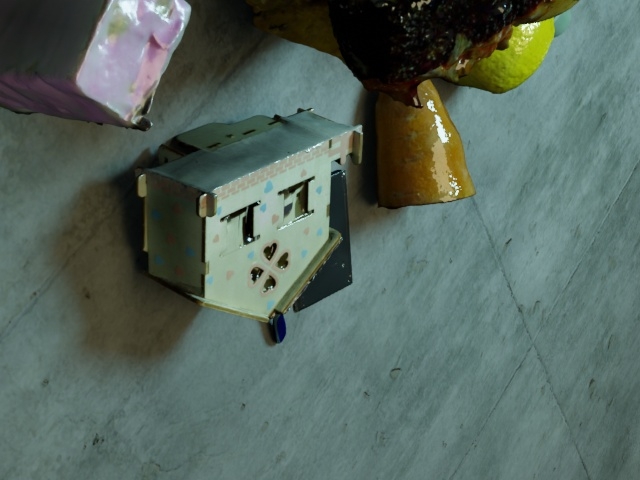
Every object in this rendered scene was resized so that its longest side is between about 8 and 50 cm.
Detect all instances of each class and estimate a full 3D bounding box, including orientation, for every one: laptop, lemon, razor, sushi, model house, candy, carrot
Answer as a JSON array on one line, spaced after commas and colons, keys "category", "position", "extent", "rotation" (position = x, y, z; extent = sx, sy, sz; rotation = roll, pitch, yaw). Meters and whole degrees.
[{"category": "laptop", "position": [0.000, 0.000, 1.883], "extent": [0.135, 0.016, 0.197], "rotation": [-27, 119, -43]}, {"category": "lemon", "position": [0.291, -0.338, 2.019], "extent": [0.193, 0.180, 0.180], "rotation": [-48, 134, -17]}, {"category": "razor", "position": [-0.071, 0.091, 1.809], "extent": [0.044, 0.028, 0.154], "rotation": [-40, 128, -38]}, {"category": "sushi", "position": [0.158, -0.321, 1.528], "extent": [0.343, 0.196, 0.182], "rotation": [-32, 144, -22]}, {"category": "model house", "position": [-0.100, -0.023, 1.653], "extent": [0.326, 0.169, 0.244], "rotation": [-27, 127, -42]}, {"category": "candy", "position": [-0.270, -0.212, 1.295], "extent": [0.116, 0.265, 0.155], "rotation": [30, 76, -46]}, {"category": "carrot", "position": [0.146, -0.163, 1.939], "extent": [0.159, 0.159, 0.225], "rotation": [-23, 104, -46]}]

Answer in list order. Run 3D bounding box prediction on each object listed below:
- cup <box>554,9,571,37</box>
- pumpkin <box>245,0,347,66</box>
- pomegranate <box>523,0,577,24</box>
[{"category": "cup", "position": [0.386, -0.414, 2.181], "extent": [0.141, 0.120, 0.120], "rotation": [11, 91, -65]}, {"category": "pumpkin", "position": [0.013, -0.383, 1.628], "extent": [0.256, 0.225, 0.303], "rotation": [-45, 136, -24]}, {"category": "pomegranate", "position": [0.293, -0.522, 1.807], "extent": [0.416, 0.416, 0.416], "rotation": [-17, 113, -48]}]
